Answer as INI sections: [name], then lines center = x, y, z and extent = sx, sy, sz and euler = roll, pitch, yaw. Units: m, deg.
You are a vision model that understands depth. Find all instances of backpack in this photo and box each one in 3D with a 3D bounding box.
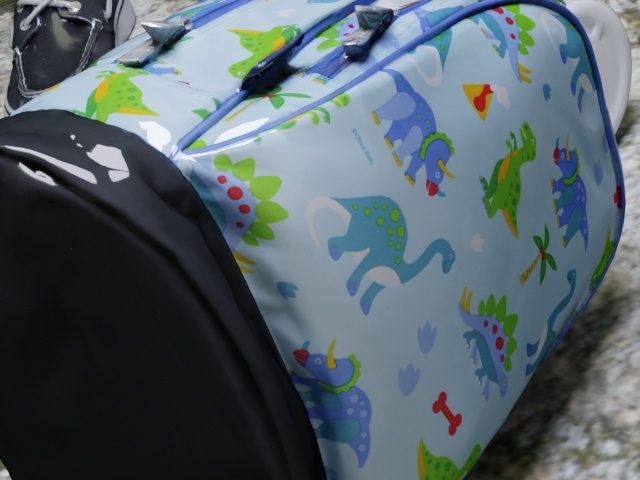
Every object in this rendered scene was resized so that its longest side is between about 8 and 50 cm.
[backpack]
center = 0.000, 0.000, 0.862
extent = 0.273, 0.290, 0.355
euler = -12, 19, 24

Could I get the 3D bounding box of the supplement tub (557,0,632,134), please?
[supplement tub]
center = 0.102, -0.115, 1.143
extent = 0.190, 0.117, 0.117
euler = 14, 43, 45

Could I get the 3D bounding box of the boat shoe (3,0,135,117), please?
[boat shoe]
center = -0.220, -0.181, 1.460
extent = 0.108, 0.102, 0.301
euler = -13, 29, 11
